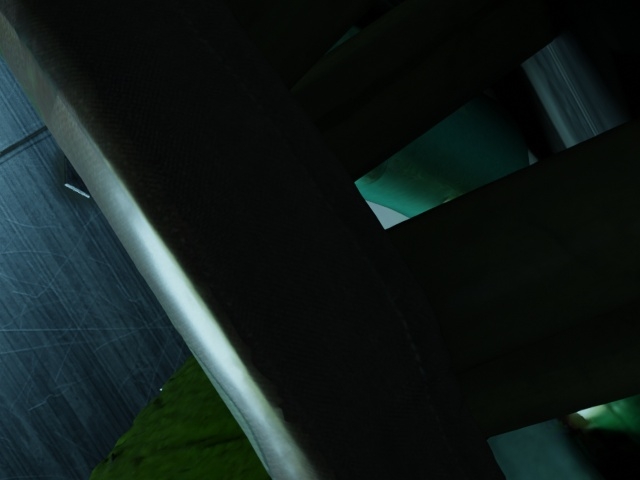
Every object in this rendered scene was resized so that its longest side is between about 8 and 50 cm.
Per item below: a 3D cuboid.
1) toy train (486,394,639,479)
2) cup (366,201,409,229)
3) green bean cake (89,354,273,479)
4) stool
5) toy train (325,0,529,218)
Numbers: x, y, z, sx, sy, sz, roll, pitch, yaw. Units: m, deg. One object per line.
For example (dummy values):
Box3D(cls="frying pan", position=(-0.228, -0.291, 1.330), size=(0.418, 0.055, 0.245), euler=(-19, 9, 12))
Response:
Box3D(cls="toy train", position=(0.157, 0.205, 0.840), size=(0.249, 0.178, 0.429), euler=(49, -177, -32))
Box3D(cls="cup", position=(0.068, -0.025, 1.005), size=(0.116, 0.074, 0.104), euler=(55, -158, -22))
Box3D(cls="green bean cake", position=(-0.003, 0.204, 1.144), size=(0.319, 0.335, 0.218), euler=(-12, 122, 51))
Box3D(cls="stool", position=(0.028, -0.019, 0.561), size=(0.272, 0.178, 0.272), euler=(58, 177, 6))
Box3D(cls="toy train", position=(-0.011, -0.075, 0.778), size=(0.248, 0.101, 0.159), euler=(21, -157, -41))
